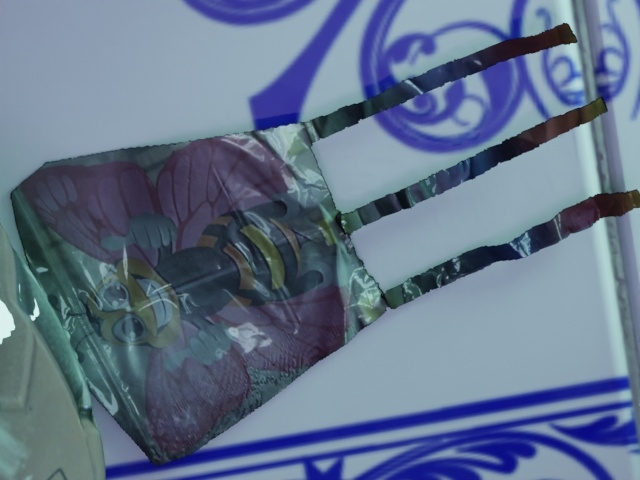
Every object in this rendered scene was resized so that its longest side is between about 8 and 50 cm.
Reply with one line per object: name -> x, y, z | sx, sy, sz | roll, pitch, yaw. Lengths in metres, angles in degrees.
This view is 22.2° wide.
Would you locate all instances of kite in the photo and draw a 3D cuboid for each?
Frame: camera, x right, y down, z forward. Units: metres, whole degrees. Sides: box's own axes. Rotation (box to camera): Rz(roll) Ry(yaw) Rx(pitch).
kite -> 0.000, -0.001, 0.947 | 0.360, 0.022, 0.204 | -20, 109, 13

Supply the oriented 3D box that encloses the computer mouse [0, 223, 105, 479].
computer mouse -> -0.249, 0.025, 0.871 | 0.389, 0.199, 0.115 | 51, 147, -4
